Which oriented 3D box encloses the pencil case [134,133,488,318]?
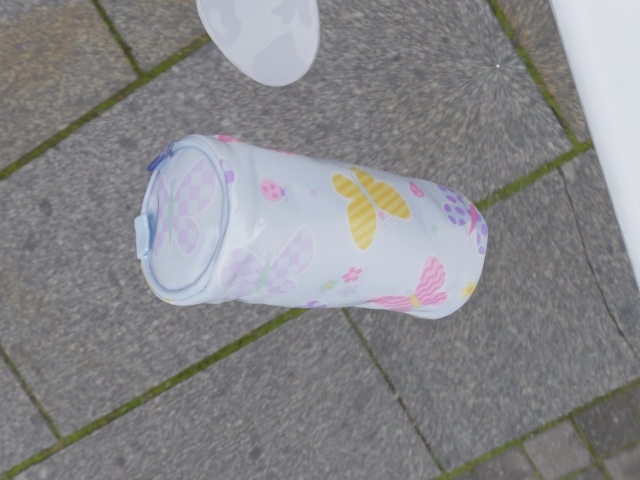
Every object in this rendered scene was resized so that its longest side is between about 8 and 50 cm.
[{"bbox_3d":[0.000,0.000,0.704,0.124,0.273,0.113,-40,56,40],"label":"pencil case"}]

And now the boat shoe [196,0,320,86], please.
[{"bbox_3d":[-0.076,-0.251,0.757,0.096,0.088,0.267,-31,95,18],"label":"boat shoe"}]

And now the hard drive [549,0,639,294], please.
[{"bbox_3d":[0.250,-0.128,0.504,0.233,0.047,0.353,-14,117,23],"label":"hard drive"}]
